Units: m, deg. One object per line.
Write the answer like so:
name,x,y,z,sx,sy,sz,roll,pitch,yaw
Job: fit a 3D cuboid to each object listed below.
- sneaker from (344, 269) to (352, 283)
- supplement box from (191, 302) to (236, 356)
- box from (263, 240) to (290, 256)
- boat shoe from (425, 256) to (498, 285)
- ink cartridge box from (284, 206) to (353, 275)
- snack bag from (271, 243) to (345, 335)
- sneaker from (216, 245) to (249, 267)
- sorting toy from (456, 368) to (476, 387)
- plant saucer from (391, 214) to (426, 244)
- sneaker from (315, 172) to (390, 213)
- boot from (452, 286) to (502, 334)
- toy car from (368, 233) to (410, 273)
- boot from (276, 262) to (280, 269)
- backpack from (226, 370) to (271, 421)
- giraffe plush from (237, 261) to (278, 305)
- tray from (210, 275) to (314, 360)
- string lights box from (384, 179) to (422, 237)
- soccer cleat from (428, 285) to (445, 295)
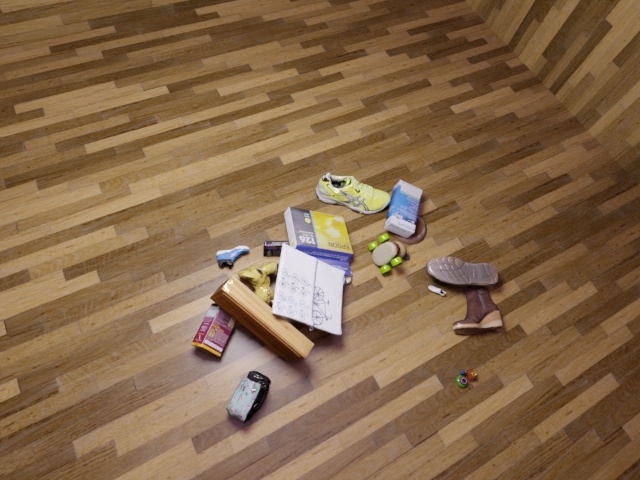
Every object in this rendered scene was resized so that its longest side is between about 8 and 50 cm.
sneaker,0.071,0.161,1.876,0.152,0.054,0.061,11,66,-3
supplement box,-0.429,0.363,1.665,0.104,0.080,0.188,44,55,-36
box,-0.182,0.037,1.866,0.161,0.116,0.029,-1,62,-9
boat shoe,0.652,0.167,1.915,0.354,0.130,0.133,10,66,-9
ink cartridge box,0.000,0.000,1.855,0.303,0.072,0.308,10,47,-30
snack bag,-0.032,0.205,1.659,0.342,0.037,0.324,27,49,-27
sneaker,-0.393,0.080,1.846,0.151,0.058,0.085,-11,60,-8
sorting toy,0.631,0.586,1.751,0.101,0.042,0.061,-29,71,-20
plant saucer,0.447,-0.075,2.056,0.198,0.036,0.199,3,64,-6
sneaker,0.170,-0.237,2.034,0.383,0.147,0.145,8,61,-7
boot,0.700,0.322,1.885,0.248,0.090,0.207,-5,53,-9
toy car,0.351,0.056,1.950,0.188,0.149,0.155,-7,65,-43
boot,-0.106,0.157,1.833,0.246,0.083,0.161,-22,105,-53
backpack,-0.278,0.600,1.572,0.115,0.152,0.182,27,75,11
giraffe plush,-0.251,0.196,1.763,0.181,0.210,0.171,-16,95,-10
tray,-0.236,0.317,1.597,0.411,0.202,0.076,41,59,-10
string lights box,0.412,-0.157,2.015,0.133,0.077,0.260,23,63,-10
soccer cleat,0.550,0.235,1.917,0.083,0.036,0.029,29,64,6
